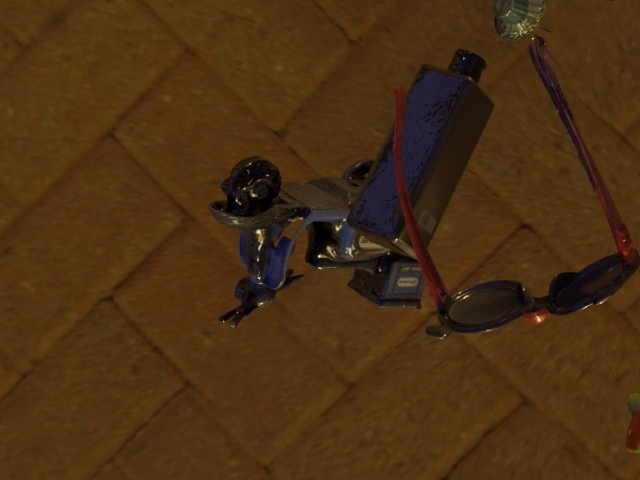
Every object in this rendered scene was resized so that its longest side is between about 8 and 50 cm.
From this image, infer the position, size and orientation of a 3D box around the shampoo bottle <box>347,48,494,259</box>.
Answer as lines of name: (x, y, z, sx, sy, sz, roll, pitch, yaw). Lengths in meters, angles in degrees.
shampoo bottle: (0.124, -0.106, 1.578, 0.079, 0.080, 0.246, 22, 83, 34)

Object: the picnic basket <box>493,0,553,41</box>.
picnic basket: (0.253, -0.291, 1.709, 0.083, 0.083, 0.065, -56, 50, 28)

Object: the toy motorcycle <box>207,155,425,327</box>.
toy motorcycle: (0.000, 0.000, 1.777, 0.125, 0.358, 0.213, 33, 114, 49)

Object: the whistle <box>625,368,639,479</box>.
whistle: (0.442, 0.228, 1.686, 0.131, 0.106, 0.288, 13, 82, 8)

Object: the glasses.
glasses: (0.172, -0.041, 1.357, 0.234, 0.118, 0.268, -16, 106, 38)
